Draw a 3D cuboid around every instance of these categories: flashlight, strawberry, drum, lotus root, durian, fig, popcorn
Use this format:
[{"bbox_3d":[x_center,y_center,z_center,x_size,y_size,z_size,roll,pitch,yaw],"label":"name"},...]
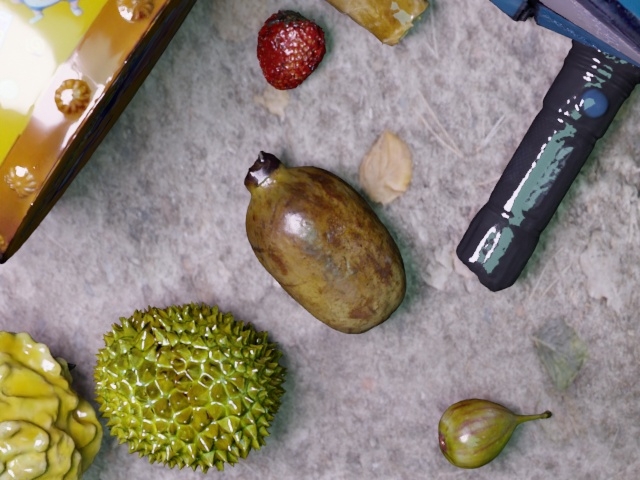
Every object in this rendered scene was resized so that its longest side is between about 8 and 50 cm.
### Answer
[{"bbox_3d":[0.294,-0.133,1.085,0.103,0.103,0.424,27,100,-11],"label":"flashlight"},{"bbox_3d":[-0.038,-0.220,1.043,0.083,0.083,0.096,4,132,-7],"label":"strawberry"},{"bbox_3d":[-0.274,-0.199,0.849,0.214,0.431,0.431,34,98,-13],"label":"drum"},{"bbox_3d":[0.000,0.000,1.071,0.145,0.128,0.260,-43,110,-9],"label":"lotus root"},{"bbox_3d":[-0.161,0.173,1.078,0.236,0.176,0.200,10,82,3],"label":"durian"},{"bbox_3d":[0.225,0.235,1.188,0.166,0.093,0.093,-31,106,-27],"label":"fig"},{"bbox_3d":[-0.373,0.215,1.006,0.249,0.225,0.249,7,142,5],"label":"popcorn"}]

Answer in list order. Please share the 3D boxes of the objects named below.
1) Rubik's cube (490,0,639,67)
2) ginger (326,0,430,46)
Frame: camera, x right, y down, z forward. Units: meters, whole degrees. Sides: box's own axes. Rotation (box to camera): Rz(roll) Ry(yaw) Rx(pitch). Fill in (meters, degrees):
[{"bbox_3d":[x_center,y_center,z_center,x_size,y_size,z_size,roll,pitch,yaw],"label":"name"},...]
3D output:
[{"bbox_3d":[0.292,-0.360,0.881,0.305,0.307,0.310,25,101,-41],"label":"Rubik's cube"},{"bbox_3d":[-0.001,-0.390,0.954,0.236,0.166,0.376,-17,97,-36],"label":"ginger"}]
